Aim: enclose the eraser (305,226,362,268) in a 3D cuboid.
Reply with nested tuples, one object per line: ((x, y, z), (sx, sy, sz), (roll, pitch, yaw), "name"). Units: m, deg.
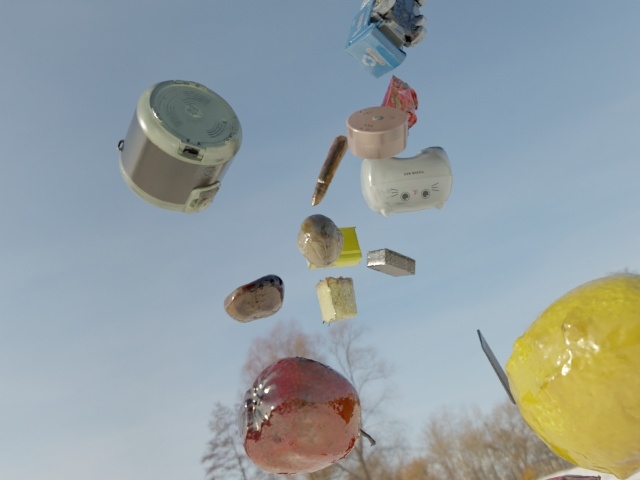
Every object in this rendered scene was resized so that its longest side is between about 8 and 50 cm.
((0.044, 0.030, 2.253), (0.226, 0.158, 0.069), (-4, -29, -12), "eraser")

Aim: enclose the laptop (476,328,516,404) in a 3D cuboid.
((0.495, 0.356, 1.594), (0.016, 0.197, 0.135), (-30, 4, 15), "laptop")

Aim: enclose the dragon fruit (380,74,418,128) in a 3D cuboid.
((0.257, -0.398, 1.947), (0.134, 0.211, 0.262), (19, -47, -1), "dragon fruit")

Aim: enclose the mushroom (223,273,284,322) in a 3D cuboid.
((-0.218, 0.209, 1.957), (0.231, 0.138, 0.194), (-23, -3, -26), "mushroom")

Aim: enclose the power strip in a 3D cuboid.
((0.141, -0.266, 1.378), (0.154, 0.154, 0.078), (-14, -54, -8), "power strip")

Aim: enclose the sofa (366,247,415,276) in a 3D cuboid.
((0.162, 0.052, 1.291), (0.060, 0.039, 0.118), (-14, -24, 41), "sofa")

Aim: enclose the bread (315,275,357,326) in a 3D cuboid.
((0.012, 0.109, 0.990), (0.080, 0.084, 0.109), (-15, -10, 23), "bread")

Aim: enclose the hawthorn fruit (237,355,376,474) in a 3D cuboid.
((-0.010, 0.242, 0.762), (0.194, 0.157, 0.157), (20, -43, -14), "hawthorn fruit")

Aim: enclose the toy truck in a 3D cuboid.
((0.177, -0.582, 1.485), (0.146, 0.367, 0.175), (38, -48, -22), "toy truck")

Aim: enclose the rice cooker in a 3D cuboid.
((-0.418, -0.270, 1.692), (0.335, 0.335, 0.325), (4, -36, -33), "rice cooker")

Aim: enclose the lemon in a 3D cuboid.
((0.369, 0.163, 0.705), (0.233, 0.234, 0.288), (5, -41, -34), "lemon")

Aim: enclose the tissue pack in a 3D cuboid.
((0.323, -0.212, 2.130), (0.333, 0.236, 0.229), (-7, -3, -5), "tissue pack")

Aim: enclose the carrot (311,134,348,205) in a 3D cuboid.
((0.033, -0.266, 2.181), (0.066, 0.314, 0.066), (21, -16, 6), "carrot")

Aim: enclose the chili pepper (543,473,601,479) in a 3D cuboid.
((0.575, 0.636, 1.384), (0.144, 0.136, 0.253), (-30, -9, -28), "chili pepper")

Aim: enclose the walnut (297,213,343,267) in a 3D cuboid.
((-0.001, 0.001, 1.676), (0.140, 0.162, 0.140), (-25, -35, -19), "walnut")
